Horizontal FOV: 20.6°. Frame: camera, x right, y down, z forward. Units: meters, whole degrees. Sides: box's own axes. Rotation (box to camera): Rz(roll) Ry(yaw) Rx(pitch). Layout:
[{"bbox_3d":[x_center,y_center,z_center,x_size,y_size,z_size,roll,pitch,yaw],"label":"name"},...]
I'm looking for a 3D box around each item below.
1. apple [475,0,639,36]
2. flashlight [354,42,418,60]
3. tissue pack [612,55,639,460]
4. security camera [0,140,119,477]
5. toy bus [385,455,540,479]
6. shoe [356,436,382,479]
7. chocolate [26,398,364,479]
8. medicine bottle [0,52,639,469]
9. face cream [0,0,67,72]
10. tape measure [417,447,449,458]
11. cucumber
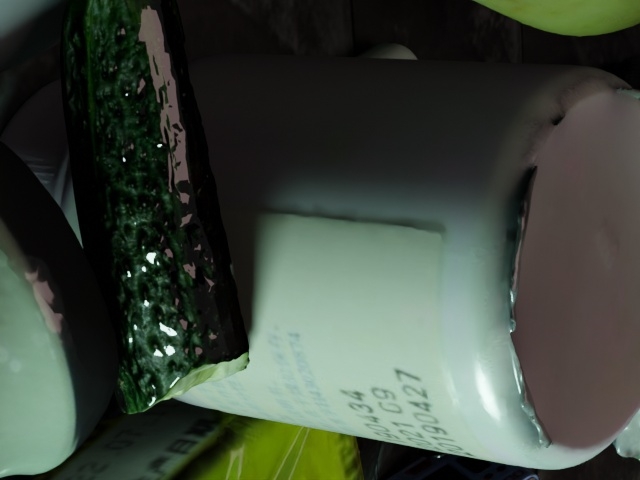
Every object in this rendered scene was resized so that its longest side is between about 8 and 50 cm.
[{"bbox_3d":[0.204,-0.335,1.276,0.311,0.320,0.360,10,109,-45],"label":"apple"},{"bbox_3d":[0.010,-0.098,1.293,0.200,0.047,0.093,-32,121,-50],"label":"flashlight"},{"bbox_3d":[0.312,-0.001,1.545,0.394,0.124,0.288,-44,131,-72],"label":"tissue pack"},{"bbox_3d":[-0.254,0.074,0.829,0.277,0.191,0.197,-32,88,-32],"label":"security camera"},{"bbox_3d":[0.140,0.316,1.459,0.125,0.133,0.292,-28,119,-20],"label":"toy bus"},{"bbox_3d":[0.016,0.123,1.344,0.071,0.049,0.179,-13,125,-40],"label":"shoe"},{"bbox_3d":[-0.091,0.251,1.130,0.289,0.137,0.301,-39,130,-43],"label":"chocolate"},{"bbox_3d":[0.000,0.000,1.010,0.213,0.378,0.214,-13,106,-53],"label":"medicine bottle"},{"bbox_3d":[-0.232,-0.222,0.790,0.357,0.219,0.312,6,93,-54],"label":"face cream"},{"bbox_3d":[0.134,0.058,1.420,0.223,0.135,0.202,-19,101,-54],"label":"tape measure"},{"bbox_3d":[-0.086,-0.025,0.865,0.074,0.074,0.241,-35,124,-46],"label":"cucumber"}]
